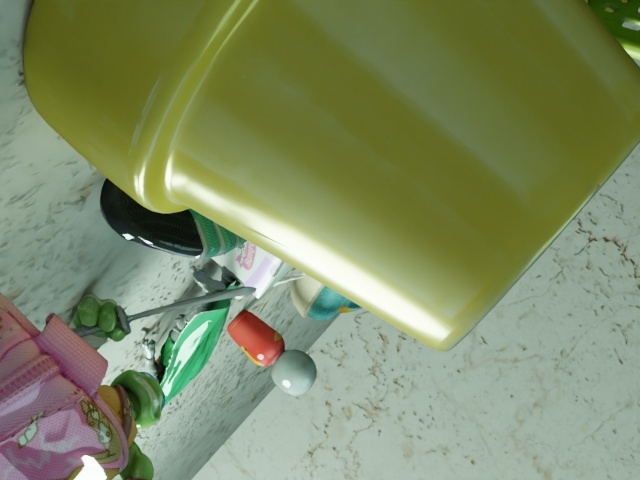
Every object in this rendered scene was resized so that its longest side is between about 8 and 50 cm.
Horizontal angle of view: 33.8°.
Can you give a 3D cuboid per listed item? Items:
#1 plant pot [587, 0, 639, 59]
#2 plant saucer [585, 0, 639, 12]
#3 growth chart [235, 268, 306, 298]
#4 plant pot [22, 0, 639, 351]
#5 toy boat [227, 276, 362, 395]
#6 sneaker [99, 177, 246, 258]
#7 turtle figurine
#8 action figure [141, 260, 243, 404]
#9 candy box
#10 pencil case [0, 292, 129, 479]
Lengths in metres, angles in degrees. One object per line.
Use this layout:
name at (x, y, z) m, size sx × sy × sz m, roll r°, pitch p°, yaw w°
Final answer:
plant pot at (0.417, -0.364, 1.253) m, size 0.207 × 0.227 × 0.228 m, roll -51°, pitch 158°, yaw -42°
plant saucer at (0.471, -0.401, 1.698) m, size 0.333 × 0.081 × 0.333 m, roll -38°, pitch -176°, yaw -6°
growth chart at (0.000, 0.000, 1.305) m, size 0.172 × 0.021 × 0.237 m, roll -47°, pitch -166°, yaw -31°
plant pot at (0.027, -0.082, 0.529) m, size 0.254 × 0.239 × 0.254 m, roll -48°, pitch 173°, yaw -8°
toy boat at (0.009, 0.088, 1.596) m, size 0.318 × 0.148 × 0.267 m, roll -45°, pitch 172°, yaw -28°
sneaker at (-0.094, -0.022, 0.773) m, size 0.098 × 0.083 × 0.224 m, roll -21°, pitch 175°, yaw 33°
turtle figurine at (-0.164, 0.152, 0.811) m, size 0.266 × 0.275 × 0.197 m, roll -30°, pitch 126°, yaw -54°
action figure at (-0.153, 0.117, 1.156) m, size 0.232 × 0.063 × 0.137 m, roll -58°, pitch 170°, yaw 32°
candy box at (-0.006, -0.051, 1.114) m, size 0.196 × 0.070 × 0.165 m, roll -40°, pitch 169°, yaw -49°
pencil case at (-0.265, 0.169, 0.465) m, size 0.386 × 0.167 × 0.160 m, roll -43°, pitch 138°, yaw -36°
